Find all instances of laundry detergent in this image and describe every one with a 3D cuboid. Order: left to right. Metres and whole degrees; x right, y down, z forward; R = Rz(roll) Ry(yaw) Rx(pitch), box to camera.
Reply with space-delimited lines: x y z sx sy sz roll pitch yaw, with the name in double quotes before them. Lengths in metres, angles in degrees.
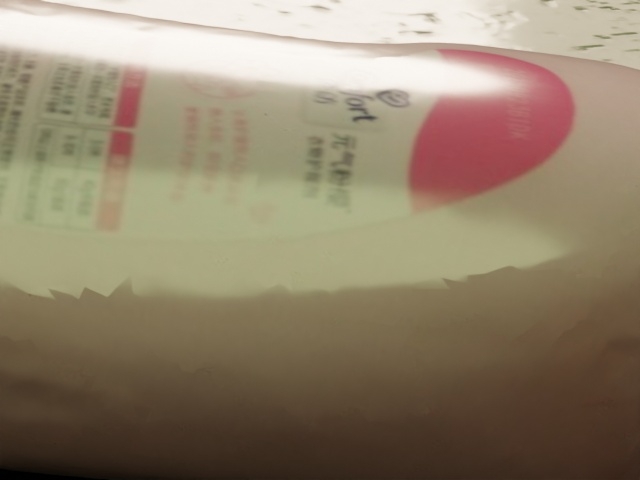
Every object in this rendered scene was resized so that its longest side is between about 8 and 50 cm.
"laundry detergent" 0.000 0.000 0.413 0.335 0.088 0.159 6 27 -1
